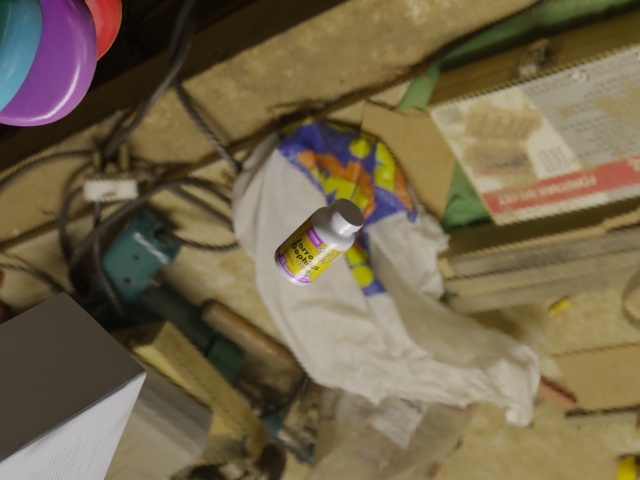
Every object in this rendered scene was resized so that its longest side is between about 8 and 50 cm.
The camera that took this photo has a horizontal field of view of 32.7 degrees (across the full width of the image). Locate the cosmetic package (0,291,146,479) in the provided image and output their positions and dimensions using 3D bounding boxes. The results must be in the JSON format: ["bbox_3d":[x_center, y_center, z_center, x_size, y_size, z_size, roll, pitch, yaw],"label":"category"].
[{"bbox_3d":[-0.295,0.238,0.763,0.097,0.284,0.377,40,131,15],"label":"cosmetic package"}]

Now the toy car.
[{"bbox_3d":[-0.157,-0.119,0.508,0.159,0.182,0.136,-23,118,23],"label":"toy car"}]

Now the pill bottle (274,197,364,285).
[{"bbox_3d":[0.000,0.000,0.941,0.043,0.043,0.083,36,124,-16],"label":"pill bottle"}]
